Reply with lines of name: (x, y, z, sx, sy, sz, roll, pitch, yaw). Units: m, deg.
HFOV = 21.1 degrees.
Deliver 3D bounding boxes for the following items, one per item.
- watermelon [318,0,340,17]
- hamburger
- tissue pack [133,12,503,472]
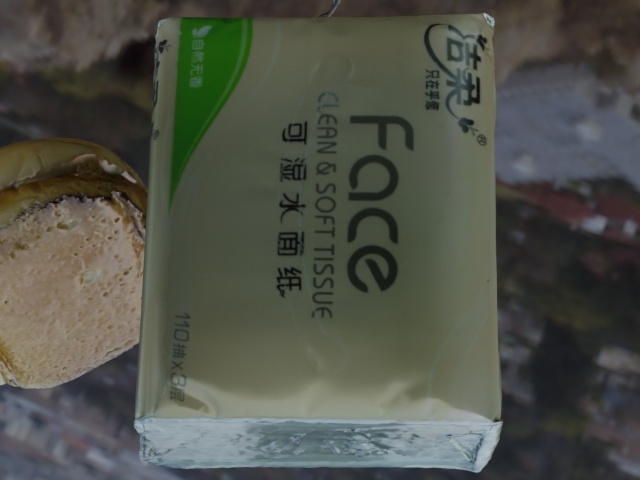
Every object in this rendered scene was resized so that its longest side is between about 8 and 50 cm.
watermelon: (0.109, -0.340, 1.835, 0.127, 0.232, 0.204, 30, 135, 4)
hamburger: (-0.308, 0.027, 1.914, 0.304, 0.284, 0.174, 66, 179, -59)
tissue pack: (0.000, 0.000, 1.602, 0.332, 0.404, 0.205, 0, 160, 2)
